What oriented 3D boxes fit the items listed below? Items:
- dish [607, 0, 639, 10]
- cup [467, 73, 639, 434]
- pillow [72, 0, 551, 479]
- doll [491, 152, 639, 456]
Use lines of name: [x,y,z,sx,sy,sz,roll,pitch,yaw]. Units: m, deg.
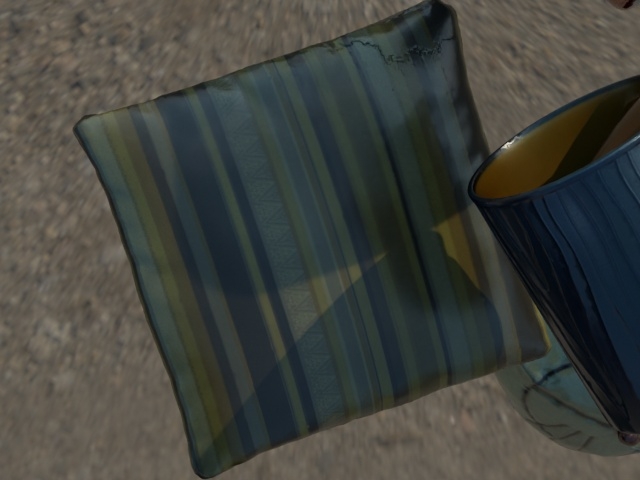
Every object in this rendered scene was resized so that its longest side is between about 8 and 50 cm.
dish: [0.167,-0.244,0.892,0.117,0.256,0.256,-16,101,-3]
cup: [0.152,0.003,0.915,0.113,0.150,0.138,-29,104,7]
pillow: [0.000,0.000,1.011,0.212,0.052,0.208,-20,104,-10]
doll: [0.148,0.049,1.235,0.258,0.154,0.228,34,140,-7]
